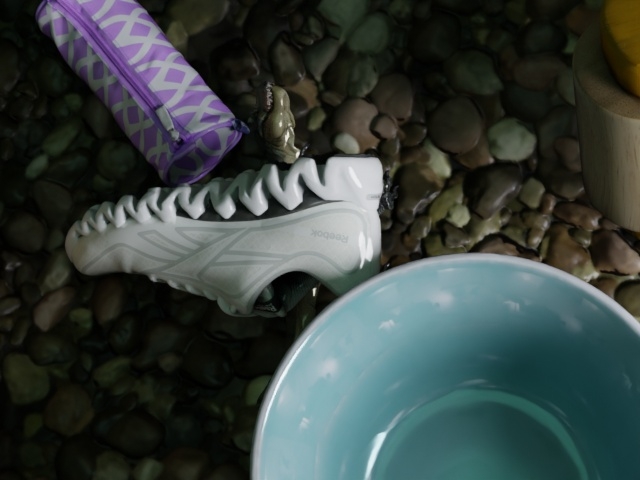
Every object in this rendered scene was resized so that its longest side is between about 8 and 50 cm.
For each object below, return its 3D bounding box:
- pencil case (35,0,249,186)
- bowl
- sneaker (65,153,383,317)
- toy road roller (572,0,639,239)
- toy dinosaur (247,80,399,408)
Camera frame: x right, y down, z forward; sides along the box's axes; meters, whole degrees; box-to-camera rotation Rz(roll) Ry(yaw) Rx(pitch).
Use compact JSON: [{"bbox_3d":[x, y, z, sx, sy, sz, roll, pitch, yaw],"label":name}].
[{"bbox_3d":[-0.155,-0.137,1.265,0.086,0.088,0.206,-47,73,17],"label":"pencil case"},{"bbox_3d":[0.116,0.181,1.106,0.312,0.163,0.311,-3,69,9],"label":"bowl"},{"bbox_3d":[-0.081,0.008,1.187,0.292,0.110,0.118,-9,89,31],"label":"sneaker"},{"bbox_3d":[0.353,-0.068,1.011,0.330,0.202,0.240,-16,52,2],"label":"toy road roller"},{"bbox_3d":[0.000,0.000,1.226,0.118,0.064,0.268,-7,78,25],"label":"toy dinosaur"}]
